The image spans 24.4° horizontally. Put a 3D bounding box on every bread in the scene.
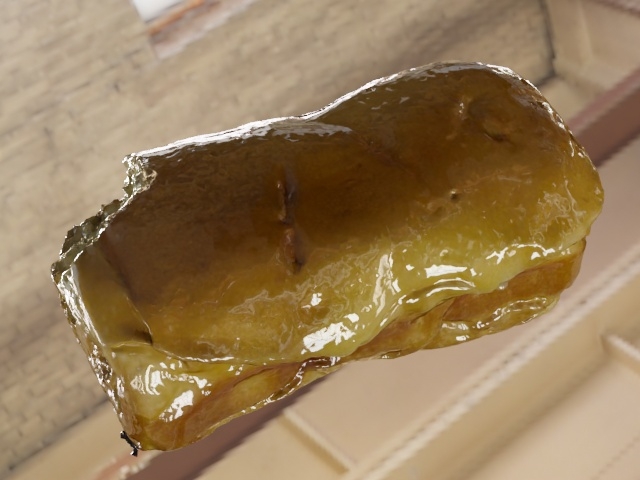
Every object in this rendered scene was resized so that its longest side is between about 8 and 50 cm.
[{"bbox_3d":[0.002,-0.002,0.941,0.344,0.149,0.195,-18,-134,-20],"label":"bread"}]
